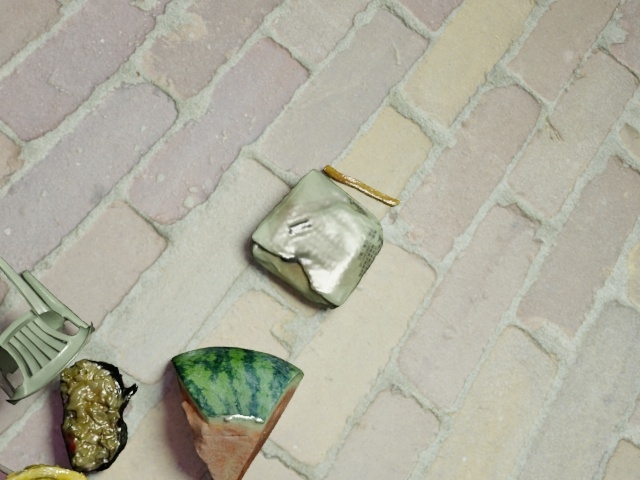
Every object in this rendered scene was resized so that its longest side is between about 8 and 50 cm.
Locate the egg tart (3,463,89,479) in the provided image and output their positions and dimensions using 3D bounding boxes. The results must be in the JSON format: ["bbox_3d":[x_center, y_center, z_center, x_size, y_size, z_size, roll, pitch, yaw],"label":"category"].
[{"bbox_3d":[-0.511,0.481,1.332,0.191,0.074,0.191,-4,112,-10],"label":"egg tart"}]

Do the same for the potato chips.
[{"bbox_3d":[0.097,-0.128,1.704,0.204,0.037,0.026,26,80,-10],"label":"potato chips"}]

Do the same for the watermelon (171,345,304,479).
[{"bbox_3d":[-0.138,0.344,1.429,0.250,0.283,0.293,-22,106,-4],"label":"watermelon"}]

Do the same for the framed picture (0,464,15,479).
[{"bbox_3d":[-0.687,0.523,1.329,0.189,0.023,0.260,30,69,-3],"label":"framed picture"}]

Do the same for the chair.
[{"bbox_3d":[-0.562,0.177,1.352,0.274,0.190,0.203,38,68,10],"label":"chair"}]

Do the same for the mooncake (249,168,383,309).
[{"bbox_3d":[0.000,0.001,1.586,0.250,0.136,0.254,39,74,2],"label":"mooncake"}]

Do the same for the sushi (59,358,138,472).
[{"bbox_3d":[-0.429,0.338,1.396,0.147,0.115,0.213,-1,73,-13],"label":"sushi"}]
